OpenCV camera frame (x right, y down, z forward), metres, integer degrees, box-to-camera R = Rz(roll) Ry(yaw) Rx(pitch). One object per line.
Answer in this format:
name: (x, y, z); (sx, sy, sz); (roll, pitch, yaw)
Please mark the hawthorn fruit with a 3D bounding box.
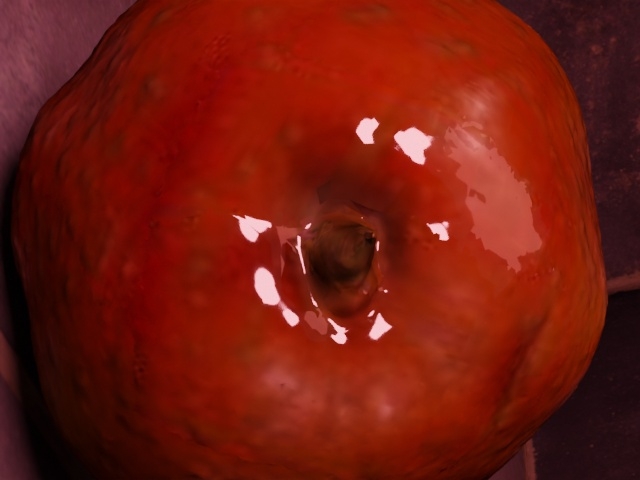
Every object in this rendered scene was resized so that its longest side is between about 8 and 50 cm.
hawthorn fruit: (0.000, 0.000, 0.942); (0.403, 0.402, 0.403); (-15, 90, -75)
